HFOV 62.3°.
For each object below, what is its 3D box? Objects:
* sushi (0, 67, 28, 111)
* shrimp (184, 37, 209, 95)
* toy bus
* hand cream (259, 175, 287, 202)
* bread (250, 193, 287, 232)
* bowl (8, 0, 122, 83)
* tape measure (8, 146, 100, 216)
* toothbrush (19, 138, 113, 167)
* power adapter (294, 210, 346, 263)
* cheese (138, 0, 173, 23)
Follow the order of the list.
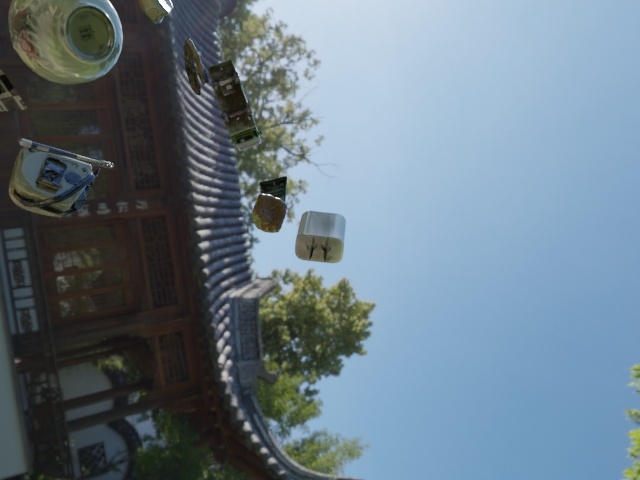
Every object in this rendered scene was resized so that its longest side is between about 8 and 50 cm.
[{"bbox_3d":[-1.346,-0.631,2.009,0.296,0.100,0.373,3,-48,27],"label":"sushi"},{"bbox_3d":[-0.352,-0.473,1.523,0.148,0.035,0.195,52,-24,32],"label":"shrimp"},{"bbox_3d":[-0.293,-0.464,1.817,0.139,0.113,0.302,75,-4,-69],"label":"toy bus"},{"bbox_3d":[-0.197,-0.169,2.256,0.270,0.120,0.061,95,-23,-56],"label":"hand cream"},{"bbox_3d":[-0.195,-0.100,1.985,0.069,0.128,0.140,126,-23,-62],"label":"bread"},{"bbox_3d":[-0.627,-0.534,1.361,0.145,0.277,0.277,20,-63,33],"label":"bowl"},{"bbox_3d":[-0.902,-0.188,1.814,0.133,0.271,0.231,-37,-131,37],"label":"tape measure"},{"bbox_3d":[-0.780,-0.266,1.645,0.026,0.288,0.024,24,-83,42],"label":"toothbrush"},{"bbox_3d":[0.000,0.000,2.055,0.255,0.187,0.124,-79,174,-58],"label":"power adapter"},{"bbox_3d":[-0.389,-0.577,1.253,0.092,0.047,0.171,53,19,-41],"label":"cheese"}]
